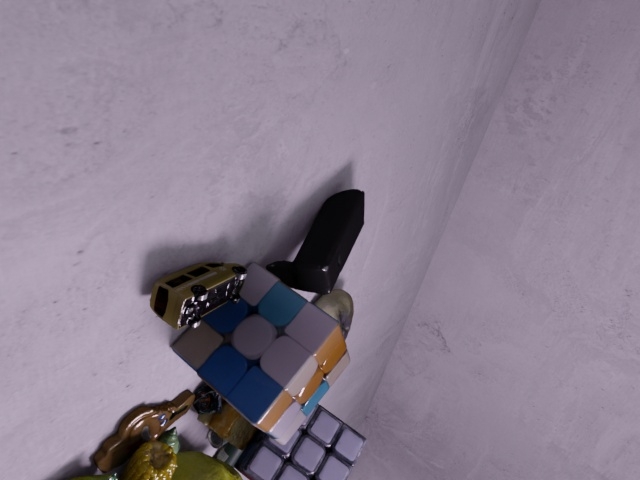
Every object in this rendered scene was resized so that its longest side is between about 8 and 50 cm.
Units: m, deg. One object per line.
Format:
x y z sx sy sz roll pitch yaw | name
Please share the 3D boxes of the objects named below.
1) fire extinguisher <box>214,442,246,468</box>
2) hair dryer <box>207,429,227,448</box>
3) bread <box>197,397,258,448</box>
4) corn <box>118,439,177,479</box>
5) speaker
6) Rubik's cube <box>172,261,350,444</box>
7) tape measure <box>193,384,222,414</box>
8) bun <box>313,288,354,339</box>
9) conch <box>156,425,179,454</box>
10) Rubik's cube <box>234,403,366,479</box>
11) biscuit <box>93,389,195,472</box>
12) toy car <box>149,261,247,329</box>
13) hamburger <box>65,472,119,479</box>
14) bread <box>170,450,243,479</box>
-0.377 0.887 1.878 0.093 0.118 0.294 38 84 -29 | fire extinguisher
-0.337 0.650 1.739 0.131 0.073 0.236 -6 115 -61 | hair dryer
-0.233 0.522 1.621 0.375 0.165 0.236 -55 144 -20 | bread
-0.519 0.700 1.333 0.131 0.131 0.344 -17 149 -54 | corn
0.000 0.000 1.522 0.180 0.184 0.388 84 29 -54 | speaker
-0.154 0.337 1.375 0.347 0.347 0.344 -49 152 -20 | Rubik's cube
-0.362 0.512 1.486 0.054 0.095 0.091 50 38 -63 | tape measure
0.050 0.341 1.953 0.273 0.169 0.272 -41 143 -40 | bun
-0.493 0.658 1.439 0.200 0.079 0.095 -50 172 23 | conch
-0.076 0.720 1.560 0.301 0.304 0.305 -52 179 -28 | Rubik's cube
-0.496 0.539 1.340 0.320 0.047 0.183 -17 136 -56 | biscuit
-0.293 0.118 1.147 0.257 0.125 0.101 -28 143 -61 | toy car
-0.606 0.677 1.186 0.214 0.125 0.235 10 110 -59 | hamburger
-0.416 0.885 1.549 0.348 0.348 0.307 -52 164 -12 | bread
